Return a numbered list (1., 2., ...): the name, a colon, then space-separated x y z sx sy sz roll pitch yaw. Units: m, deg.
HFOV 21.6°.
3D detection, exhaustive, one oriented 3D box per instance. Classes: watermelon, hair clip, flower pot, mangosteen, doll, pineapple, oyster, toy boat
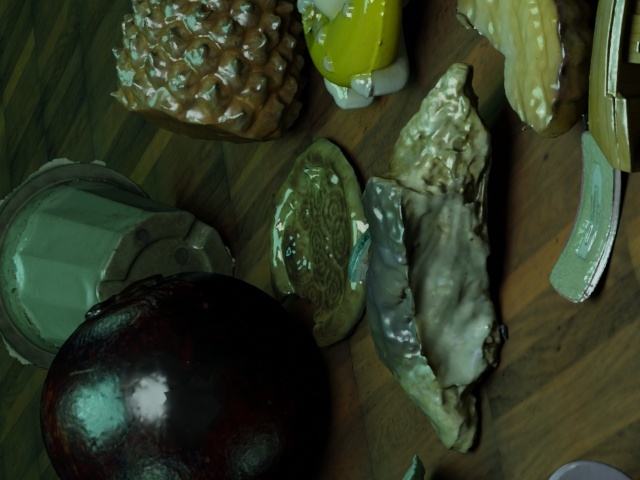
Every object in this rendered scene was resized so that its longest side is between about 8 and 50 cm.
1. watermelon: 0.067 0.010 1.631 0.061 0.085 0.085 46 148 -1
2. hair clip: 0.212 -0.019 1.322 0.054 0.022 0.137 -140 55 -59
3. flower pot: -0.257 0.049 2.100 0.259 0.290 0.290 11 100 54
4. mangosteen: -0.138 0.186 1.776 0.330 0.330 0.330 -179 90 -66
5. doll: 0.035 -0.256 1.626 0.237 0.111 0.252 122 143 -74
6. pineapple: -0.101 -0.290 1.837 0.223 0.223 0.357 4 84 66
7. oyster: 0.094 0.016 1.474 0.166 0.110 0.341 -116 22 -55
8. toy boat: 0.241 -0.152 1.220 0.072 0.064 0.206 18 106 50

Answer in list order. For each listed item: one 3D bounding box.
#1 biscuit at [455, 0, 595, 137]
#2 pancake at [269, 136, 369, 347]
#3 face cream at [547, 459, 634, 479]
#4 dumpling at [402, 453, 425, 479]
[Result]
1. biscuit: 0.180 -0.174 1.356 0.118 0.061 0.183 -61 39 44
2. pancake: 0.000 0.000 1.788 0.235 0.029 0.211 36 120 59
3. face cream: 0.168 0.279 1.320 0.154 0.096 0.274 42 140 17
4. dumpling: 0.092 0.282 1.508 0.105 0.149 0.216 22 135 27
